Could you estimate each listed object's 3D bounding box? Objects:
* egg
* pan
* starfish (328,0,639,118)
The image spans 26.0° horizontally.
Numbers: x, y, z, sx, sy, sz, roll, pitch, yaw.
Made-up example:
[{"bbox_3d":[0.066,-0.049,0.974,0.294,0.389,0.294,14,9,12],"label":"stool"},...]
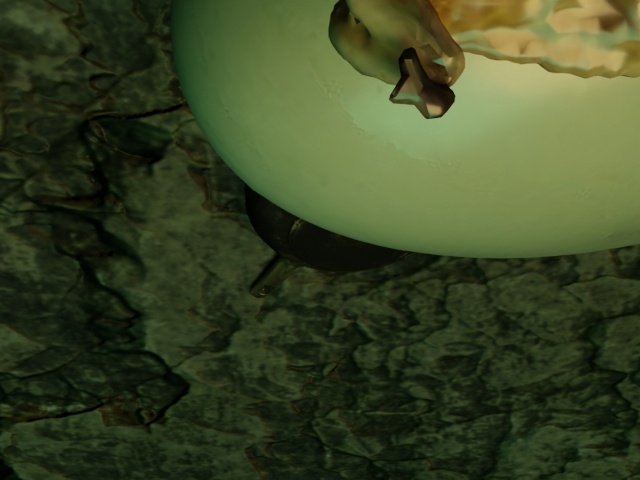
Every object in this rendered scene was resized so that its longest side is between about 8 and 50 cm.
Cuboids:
[{"bbox_3d":[0.116,-0.116,0.504,0.371,0.230,0.230,-22,153,-24],"label":"egg"},{"bbox_3d":[0.016,0.000,0.885,0.128,0.048,0.202,-1,147,-2],"label":"pan"},{"bbox_3d":[0.204,-0.198,0.377,0.432,0.324,0.082,-4,173,-7],"label":"starfish"}]
